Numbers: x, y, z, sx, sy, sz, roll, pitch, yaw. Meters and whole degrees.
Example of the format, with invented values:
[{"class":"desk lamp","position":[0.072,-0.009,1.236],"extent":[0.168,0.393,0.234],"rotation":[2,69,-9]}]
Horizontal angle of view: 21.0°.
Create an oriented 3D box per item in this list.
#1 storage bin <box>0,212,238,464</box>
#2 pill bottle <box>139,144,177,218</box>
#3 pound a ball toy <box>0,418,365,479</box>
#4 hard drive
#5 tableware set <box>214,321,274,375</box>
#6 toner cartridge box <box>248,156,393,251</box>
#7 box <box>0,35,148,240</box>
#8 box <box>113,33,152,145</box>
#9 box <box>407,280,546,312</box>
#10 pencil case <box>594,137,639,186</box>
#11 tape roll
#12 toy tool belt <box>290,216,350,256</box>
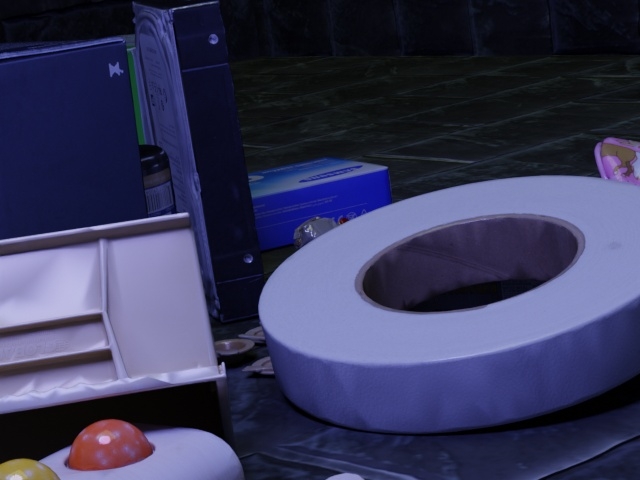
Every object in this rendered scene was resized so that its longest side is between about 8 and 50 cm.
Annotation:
[{"class":"storage bin","position":[-0.199,0.100,1.236],"extent":[0.260,0.123,0.262],"rotation":[-9,-20,-4]},{"class":"pill bottle","position":[-0.189,0.026,1.628],"extent":[0.123,0.219,0.123],"rotation":[-7,11,1]},{"class":"pound a ball toy","position":[-0.125,0.190,1.024],"extent":[0.208,0.135,0.319],"rotation":[1,15,35]},{"class":"hard drive","position":[-0.136,-0.096,1.891],"extent":[0.064,0.338,0.237],"rotation":[-13,14,-13]},{"class":"tableware set","position":[-0.039,0.099,1.678],"extent":[0.141,0.020,0.169],"rotation":[1,14,35]},{"class":"toner cartridge box","position":[-0.096,-0.035,2.213],"extent":[0.348,0.075,0.165],"rotation":[-14,14,-28]},{"class":"box","position":[-0.319,0.001,1.527],"extent":[0.313,0.343,0.179],"rotation":[2,13,39]},{"class":"box","position":[-0.261,-0.147,2.391],"extent":[0.127,0.261,0.231],"rotation":[-3,12,16]},{"class":"box","position":[0.156,0.036,1.768],"extent":[0.231,0.056,0.183],"rotation":[-1,14,25]},{"class":"pencil case","position":[0.468,-0.042,1.712],"extent":[0.386,0.160,0.167],"rotation":[-4,45,12]},{"class":"tape roll","position":[0.140,0.047,1.531],"extent":[0.392,0.072,0.392],"rotation":[-11,21,4]},{"class":"toy tool belt","position":[0.000,0.000,2.050],"extent":[0.083,0.052,0.051],"rotation":[-15,-30,-53]}]
